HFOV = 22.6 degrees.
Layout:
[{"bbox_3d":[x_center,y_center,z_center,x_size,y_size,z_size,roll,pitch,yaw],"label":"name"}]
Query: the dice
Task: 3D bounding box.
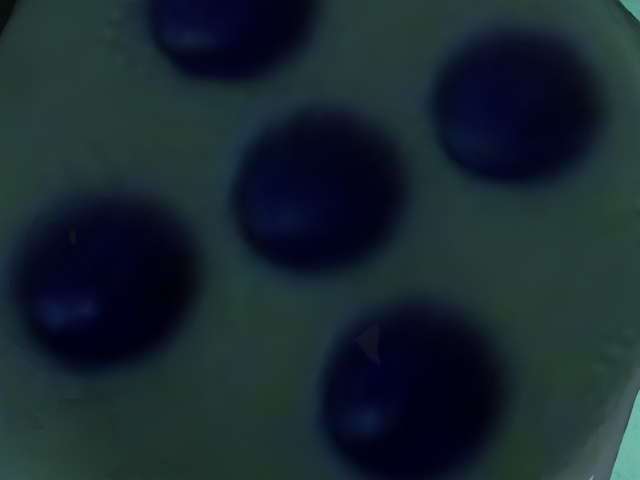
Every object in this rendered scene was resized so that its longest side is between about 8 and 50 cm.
[{"bbox_3d":[-0.002,0.034,0.612,0.259,0.243,0.251,98,14,-66],"label":"dice"}]
